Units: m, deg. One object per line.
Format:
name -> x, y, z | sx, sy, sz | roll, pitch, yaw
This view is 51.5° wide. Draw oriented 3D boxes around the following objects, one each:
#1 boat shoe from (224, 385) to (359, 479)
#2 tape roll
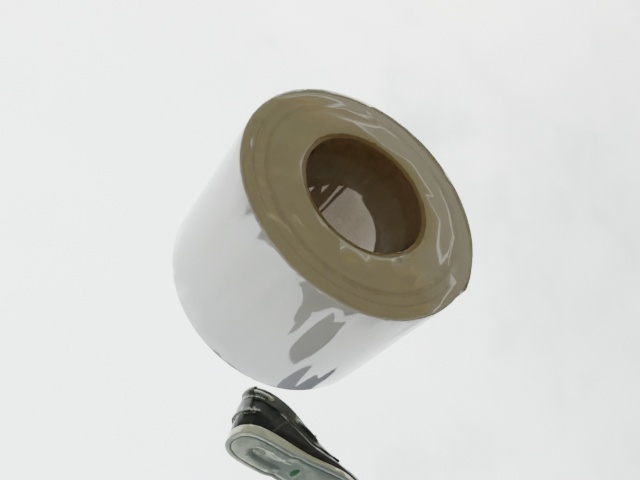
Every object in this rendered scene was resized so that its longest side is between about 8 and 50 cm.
boat shoe -> -0.016, 0.263, 0.805 | 0.233, 0.084, 0.079 | 45, -153, -26
tape roll -> 0.000, 0.000, 0.640 | 0.246, 0.169, 0.246 | 18, -130, -23
